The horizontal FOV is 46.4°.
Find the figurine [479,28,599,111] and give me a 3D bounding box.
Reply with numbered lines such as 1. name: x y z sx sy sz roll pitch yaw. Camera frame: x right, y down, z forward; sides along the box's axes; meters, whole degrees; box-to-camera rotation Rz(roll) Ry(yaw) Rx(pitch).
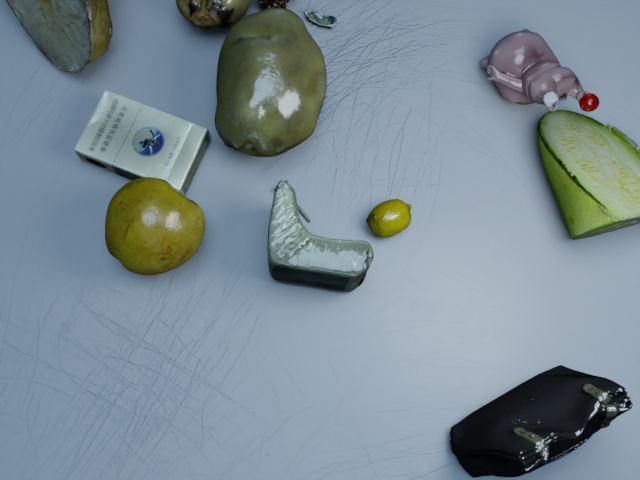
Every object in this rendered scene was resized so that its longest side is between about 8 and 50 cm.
1. figurine: 0.494 -0.364 1.720 0.176 0.186 0.287 -37 46 -3

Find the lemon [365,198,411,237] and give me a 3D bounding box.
1. lemon: 0.158 -0.051 1.670 0.111 0.082 0.082 -24 78 -10

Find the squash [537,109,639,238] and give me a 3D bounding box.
1. squash: 0.618 -0.176 1.668 0.234 0.210 0.308 -10 80 -20

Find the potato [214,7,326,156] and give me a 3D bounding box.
1. potato: -0.110 -0.343 1.658 0.243 0.221 0.326 3 74 -14

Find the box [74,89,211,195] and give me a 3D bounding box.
1. box: -0.398 -0.217 1.686 0.257 0.069 0.164 21 75 3

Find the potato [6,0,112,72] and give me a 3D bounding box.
1. potato: -0.547 -0.632 1.710 0.397 0.290 0.296 53 49 -9

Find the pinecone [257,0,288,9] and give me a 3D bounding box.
1. pinecone: -0.108 -0.598 1.796 0.102 0.102 0.109 39 104 7

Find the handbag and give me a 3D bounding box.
1. handbag: 0.446 0.365 1.474 0.342 0.288 0.152 -29 84 -10

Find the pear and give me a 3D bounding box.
1. pear: -0.357 -0.026 1.575 0.209 0.209 0.208 1 75 -3

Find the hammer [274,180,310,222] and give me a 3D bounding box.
1. hammer: -0.059 -0.085 1.701 0.035 0.019 0.110 -37 86 -11

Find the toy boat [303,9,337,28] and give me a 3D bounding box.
1. toy boat: -0.002 -0.541 1.811 0.083 0.038 0.038 17 75 0

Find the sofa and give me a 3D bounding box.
1. sofa: 0.000 0.000 1.586 0.225 0.210 0.176 8 74 2

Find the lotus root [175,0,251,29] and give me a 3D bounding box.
1. lotus root: -0.233 -0.640 1.756 0.183 0.183 0.310 16 73 1
